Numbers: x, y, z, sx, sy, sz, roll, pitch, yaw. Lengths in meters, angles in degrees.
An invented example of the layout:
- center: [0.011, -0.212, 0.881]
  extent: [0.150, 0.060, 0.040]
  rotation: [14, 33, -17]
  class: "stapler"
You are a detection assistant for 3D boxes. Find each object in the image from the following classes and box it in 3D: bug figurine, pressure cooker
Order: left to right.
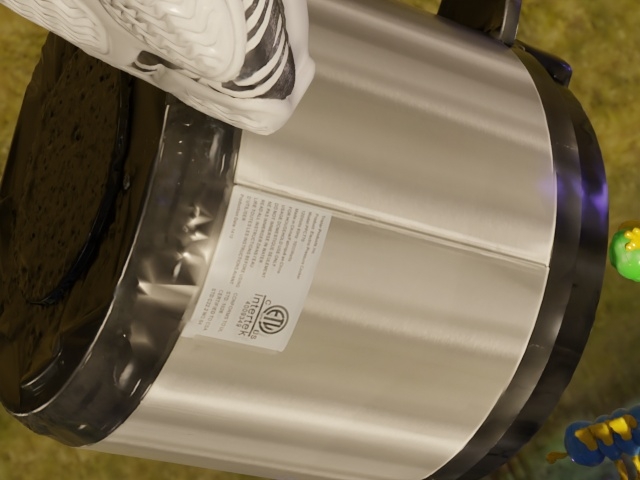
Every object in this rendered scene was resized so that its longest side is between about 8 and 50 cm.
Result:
- center: [0.002, 0.003, 0.964]
  extent: [0.420, 0.376, 0.370]
  rotation: [14, 139, -28]
  class: "pressure cooker"
- center: [0.219, 0.066, 0.955]
  extent: [0.216, 0.279, 0.072]
  rotation: [-20, -151, 28]
  class: "bug figurine"

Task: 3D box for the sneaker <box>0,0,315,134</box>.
- center: [-0.043, -0.182, 0.393]
  extent: [0.210, 0.137, 0.366]
  rotation: [-58, 156, -9]
  class: "sneaker"
